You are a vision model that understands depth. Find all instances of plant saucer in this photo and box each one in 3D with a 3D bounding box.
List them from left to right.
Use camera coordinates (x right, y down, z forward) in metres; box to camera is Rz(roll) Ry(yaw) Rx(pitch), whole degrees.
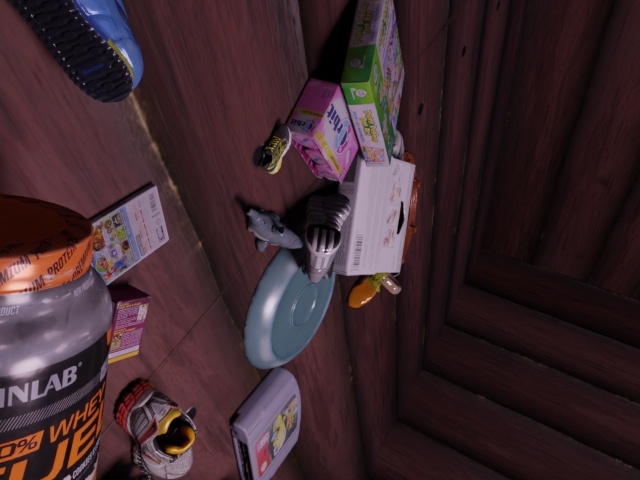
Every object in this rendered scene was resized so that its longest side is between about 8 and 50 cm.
[{"bbox_3d":[-0.048,0.133,1.076,0.317,0.043,0.318,-45,146,-41],"label":"plant saucer"}]

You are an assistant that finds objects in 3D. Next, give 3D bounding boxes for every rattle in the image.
[{"bbox_3d":[0.159,0.127,1.467,0.143,0.130,0.200,-62,-177,9],"label":"rattle"}]

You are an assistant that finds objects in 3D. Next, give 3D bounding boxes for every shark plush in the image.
[{"bbox_3d":[-0.082,-0.030,0.849,0.073,0.067,0.161,-59,154,-20],"label":"shark plush"}]

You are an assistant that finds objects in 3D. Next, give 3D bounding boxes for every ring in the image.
[{"bbox_3d":[0.234,-0.081,1.426,0.336,0.032,0.337,-34,128,-58],"label":"ring"}]

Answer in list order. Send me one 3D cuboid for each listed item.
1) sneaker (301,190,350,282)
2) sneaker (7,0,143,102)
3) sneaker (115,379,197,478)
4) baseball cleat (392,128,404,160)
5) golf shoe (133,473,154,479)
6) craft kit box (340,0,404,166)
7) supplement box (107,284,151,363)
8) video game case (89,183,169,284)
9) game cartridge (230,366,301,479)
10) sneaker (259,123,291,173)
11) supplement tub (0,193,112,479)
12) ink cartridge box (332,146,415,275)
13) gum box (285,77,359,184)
[{"bbox_3d":[0.000,0.000,0.987,0.229,0.086,0.132,-71,174,-58],"label":"sneaker"},{"bbox_3d":[-0.223,-0.224,0.435,0.209,0.069,0.082,66,16,-46],"label":"sneaker"},{"bbox_3d":[-0.235,0.309,0.767,0.088,0.092,0.225,-51,151,-35],"label":"sneaker"},{"bbox_3d":[0.167,-0.170,1.247,0.109,0.072,0.206,4,106,-64],"label":"baseball cleat"},{"bbox_3d":[-0.293,0.418,0.778,0.093,0.077,0.198,-19,145,-20],"label":"golf shoe"},{"bbox_3d":[0.107,-0.311,0.958,0.247,0.060,0.250,54,42,-59],"label":"craft kit box"},{"bbox_3d":[-0.254,0.104,0.629,0.055,0.043,0.083,-4,113,-63],"label":"supplement box"},{"bbox_3d":[-0.239,-0.004,0.614,0.122,0.011,0.087,-45,147,-42],"label":"video game case"},{"bbox_3d":[-0.116,0.434,1.158,0.196,0.060,0.295,-50,149,-44],"label":"game cartridge"},{"bbox_3d":[-0.073,-0.149,0.818,0.035,0.031,0.083,1,107,-64],"label":"sneaker"},{"bbox_3d":[-0.281,0.131,0.415,0.193,0.193,0.316,-19,125,-59],"label":"supplement tub"},{"bbox_3d":[0.122,-0.062,1.149,0.238,0.060,0.276,3,95,-55],"label":"ink cartridge box"},{"bbox_3d":[0.013,-0.192,0.923,0.107,0.062,0.188,-65,155,-11],"label":"gum box"}]
